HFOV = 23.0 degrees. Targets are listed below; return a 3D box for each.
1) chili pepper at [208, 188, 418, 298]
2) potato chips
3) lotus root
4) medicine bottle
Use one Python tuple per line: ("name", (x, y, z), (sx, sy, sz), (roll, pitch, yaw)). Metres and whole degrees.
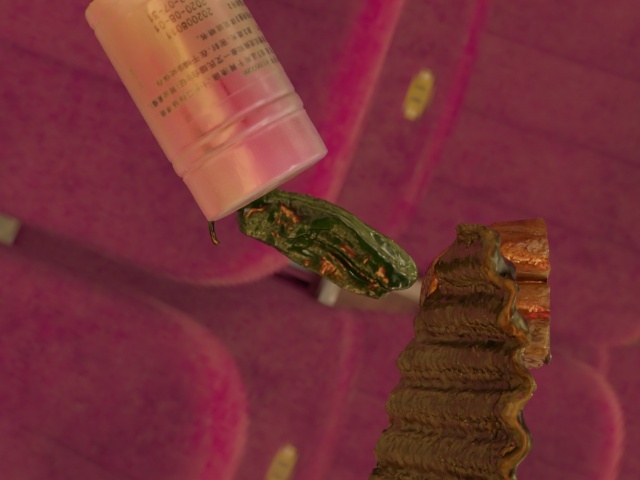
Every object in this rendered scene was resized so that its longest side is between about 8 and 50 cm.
("chili pepper", (-0.001, 0.000, 1.837), (0.100, 0.257, 0.074), (-56, -169, 36))
("potato chips", (0.134, 0.165, 1.677), (0.429, 0.070, 0.358), (154, -55, -75))
("lotus root", (0.230, 0.069, 2.180), (0.188, 0.180, 0.199), (-89, -177, -52))
("medicine bottle", (-0.117, -0.162, 1.626), (0.152, 0.254, 0.152), (-30, -179, 0))
